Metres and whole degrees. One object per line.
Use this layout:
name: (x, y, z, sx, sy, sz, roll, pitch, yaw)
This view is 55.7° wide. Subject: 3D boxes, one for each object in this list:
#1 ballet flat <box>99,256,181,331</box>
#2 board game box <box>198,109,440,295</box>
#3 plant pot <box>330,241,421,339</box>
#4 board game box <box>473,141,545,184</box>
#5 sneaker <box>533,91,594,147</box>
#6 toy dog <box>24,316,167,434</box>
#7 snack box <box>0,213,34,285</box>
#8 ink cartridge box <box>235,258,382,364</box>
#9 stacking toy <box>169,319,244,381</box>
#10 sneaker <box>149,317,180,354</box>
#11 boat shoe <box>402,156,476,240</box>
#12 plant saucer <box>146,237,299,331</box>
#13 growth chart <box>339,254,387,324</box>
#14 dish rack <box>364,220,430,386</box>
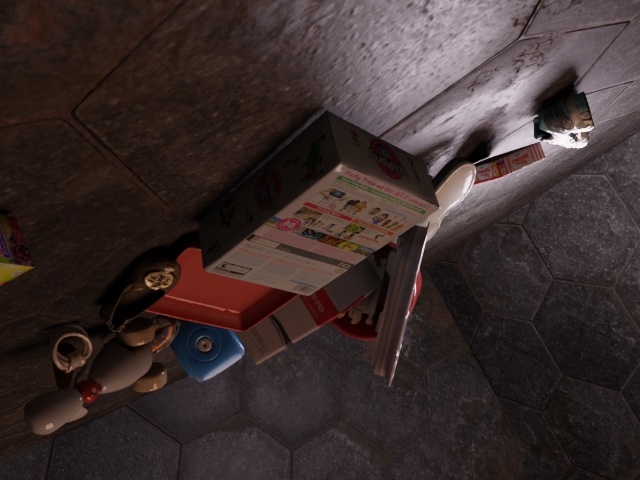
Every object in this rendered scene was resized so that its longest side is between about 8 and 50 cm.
ballet flat: (-0.318, 0.100, 1.050, 0.084, 0.058, 0.250, 26, 138, -32)
board game box: (-0.008, -0.037, 0.930, 0.224, 0.097, 0.303, 18, 139, -42)
plant pot: (0.157, 0.117, 1.659, 0.275, 0.275, 0.243, -32, 169, 20)
board game box: (0.430, -0.182, 1.497, 0.147, 0.045, 0.193, -23, -175, -21)
sneaker: (0.564, -0.278, 1.434, 0.122, 0.110, 0.283, -12, 171, 19)
toy dog: (-0.478, 0.271, 1.263, 0.161, 0.220, 0.333, 2, 177, 30)
snack box: (-0.406, 0.028, 0.551, 0.174, 0.070, 0.207, -28, 167, 7)
ink cartridge box: (-0.032, 0.137, 1.309, 0.273, 0.114, 0.197, -36, 175, 34)
stacking toy: (-0.323, 0.278, 1.743, 0.166, 0.175, 0.302, -32, -177, -6)
sneaker: (-0.432, 0.260, 1.507, 0.215, 0.084, 0.083, -32, 173, 18)
boat shoe: (0.257, -0.102, 1.440, 0.116, 0.099, 0.319, -12, 151, -24)
plant saucer: (-0.188, 0.084, 1.139, 0.258, 0.048, 0.259, 18, 142, -32)
growth chart: (0.059, 0.092, 1.406, 0.021, 0.172, 0.237, 19, -179, -41)
dish rack: (0.172, 0.126, 1.353, 0.285, 0.072, 0.333, -41, 145, -72)
